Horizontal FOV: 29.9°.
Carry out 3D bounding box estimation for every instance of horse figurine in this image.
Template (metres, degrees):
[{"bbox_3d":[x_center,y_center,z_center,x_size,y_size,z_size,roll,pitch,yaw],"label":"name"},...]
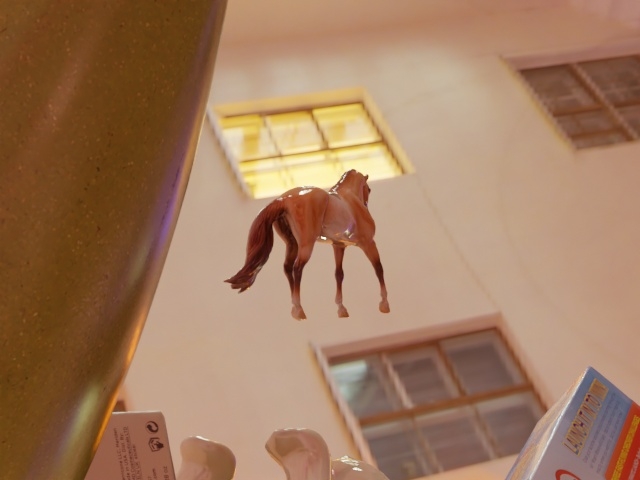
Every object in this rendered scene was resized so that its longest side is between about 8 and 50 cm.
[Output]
[{"bbox_3d":[0.000,0.000,1.323,0.066,0.263,0.175,-9,-95,37],"label":"horse figurine"}]

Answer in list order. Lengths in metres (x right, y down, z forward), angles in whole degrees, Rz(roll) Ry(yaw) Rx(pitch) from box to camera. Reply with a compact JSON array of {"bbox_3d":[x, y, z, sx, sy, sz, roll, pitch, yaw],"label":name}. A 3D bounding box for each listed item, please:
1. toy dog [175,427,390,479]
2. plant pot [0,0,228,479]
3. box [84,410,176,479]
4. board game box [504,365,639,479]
[{"bbox_3d":[-0.020,0.355,1.105,0.284,0.408,0.395,-29,-90,36],"label":"toy dog"},{"bbox_3d":[-0.177,-0.045,0.629,0.294,0.274,0.275,-58,-153,4],"label":"plant pot"},{"bbox_3d":[-0.249,0.187,0.864,0.113,0.275,0.094,-43,-127,47],"label":"box"},{"bbox_3d":[0.298,0.278,1.027,0.302,0.308,0.086,40,-67,10],"label":"board game box"}]
